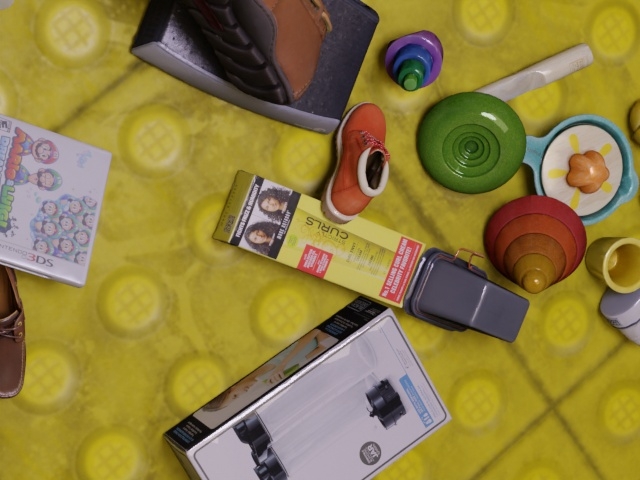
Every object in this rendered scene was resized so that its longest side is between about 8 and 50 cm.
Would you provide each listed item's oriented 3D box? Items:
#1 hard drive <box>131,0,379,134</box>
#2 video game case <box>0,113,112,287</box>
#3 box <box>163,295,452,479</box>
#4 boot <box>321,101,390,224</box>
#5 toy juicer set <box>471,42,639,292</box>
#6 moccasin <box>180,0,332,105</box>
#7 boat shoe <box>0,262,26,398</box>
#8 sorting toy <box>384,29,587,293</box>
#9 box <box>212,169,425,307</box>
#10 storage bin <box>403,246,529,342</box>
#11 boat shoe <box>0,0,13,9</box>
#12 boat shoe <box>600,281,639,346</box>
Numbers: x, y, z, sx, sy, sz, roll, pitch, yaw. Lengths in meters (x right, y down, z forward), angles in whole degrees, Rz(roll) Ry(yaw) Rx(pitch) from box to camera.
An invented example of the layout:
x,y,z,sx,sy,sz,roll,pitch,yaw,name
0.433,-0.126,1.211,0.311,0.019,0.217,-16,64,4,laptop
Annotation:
x,y,z,sx,sy,sz,roll,pitch,yaw,name
-0.063,-0.230,1.872,0.254,0.054,0.172,22,90,-24,hard drive
-0.301,-0.043,1.790,0.143,0.019,0.157,19,66,-24,video game case
-0.013,0.215,1.949,0.290,0.087,0.169,-33,110,-14,box
0.055,-0.099,1.905,0.059,0.084,0.158,25,56,-19,boot
0.337,-0.112,2.040,0.209,0.089,0.329,-45,111,-9,toy juicer set
-0.069,-0.286,1.682,0.147,0.139,0.380,-60,147,-18,moccasin
-0.345,0.086,1.802,0.064,0.060,0.178,-10,102,-21,boat shoe
0.183,-0.071,1.940,0.127,0.126,0.365,-28,109,19,sorting toy
0.000,0.000,1.935,0.232,0.058,0.087,22,89,-25,box
0.179,0.066,1.976,0.135,0.091,0.098,23,89,-53,storage bin
-0.382,-0.266,1.739,0.137,0.049,0.043,2,56,-21,boat shoe
0.460,0.021,2.124,0.258,0.095,0.084,-46,117,1,boat shoe
